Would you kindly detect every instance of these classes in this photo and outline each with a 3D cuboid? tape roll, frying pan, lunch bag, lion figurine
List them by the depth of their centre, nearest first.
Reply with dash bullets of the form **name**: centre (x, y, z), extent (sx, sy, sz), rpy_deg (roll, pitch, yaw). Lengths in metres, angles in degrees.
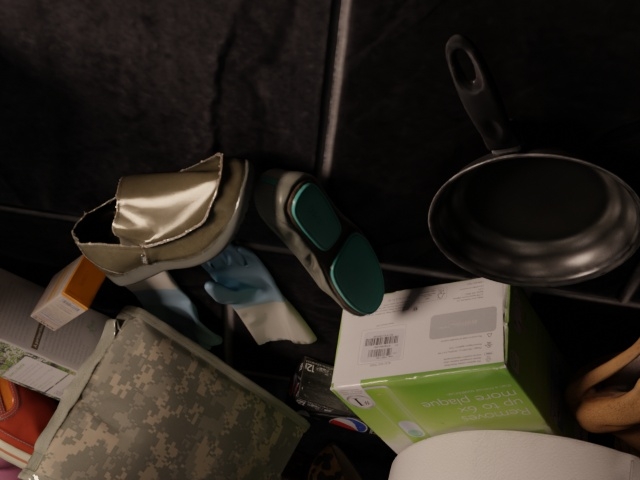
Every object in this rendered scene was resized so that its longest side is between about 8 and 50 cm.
- **frying pan**: centre (0.155, -0.055, 0.879), extent (0.326, 0.053, 0.197), rpy_deg (36, 137, -29)
- **lion figurine**: centre (0.384, 0.205, 1.126), extent (0.240, 0.142, 0.392), rpy_deg (-25, 126, 36)
- **tape roll**: centre (0.265, 0.343, 1.157), extent (0.392, 0.072, 0.392), rpy_deg (12, 147, 8)
- **lunch bag**: centre (-0.197, 0.242, 1.177), extent (0.287, 0.235, 0.169), rpy_deg (43, 155, -30)

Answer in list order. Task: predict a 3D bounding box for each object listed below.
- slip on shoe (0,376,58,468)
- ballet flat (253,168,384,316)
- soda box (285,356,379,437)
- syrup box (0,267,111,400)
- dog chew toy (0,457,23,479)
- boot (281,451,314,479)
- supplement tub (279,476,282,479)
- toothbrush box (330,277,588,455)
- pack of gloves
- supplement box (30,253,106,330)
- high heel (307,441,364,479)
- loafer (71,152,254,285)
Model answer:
- **slip on shoe**: centre (-0.394, 0.200, 1.243), extent (0.331, 0.101, 0.123), rpy_deg (37, -177, 0)
- **ballet flat**: centre (0.000, 0.000, 0.993), extent (0.068, 0.072, 0.213), rpy_deg (18, 155, 40)
- **soda box**: centre (0.043, 0.209, 1.263), extent (0.169, 0.060, 0.053), rpy_deg (19, 148, -13)
- **syrup box**: centre (-0.387, 0.099, 1.180), extent (0.237, 0.096, 0.093), rpy_deg (29, 138, -25)
- **dog chew toy**: centre (-0.485, 0.314, 1.426), extent (0.206, 0.206, 0.332), rpy_deg (19, 136, -13)
- **boot**: centre (-0.012, 0.376, 1.517), extent (0.158, 0.059, 0.084), rpy_deg (25, 146, -7)
- **supplement tub**: centre (-0.234, 0.400, 1.450), extent (0.316, 0.228, 0.228), rpy_deg (-23, 134, 37)
- **toothbrush box**: centre (0.171, 0.175, 1.135), extent (0.206, 0.122, 0.283), rpy_deg (-11, 141, 27)
- **pack of gloves**: centre (-0.138, 0.079, 1.138), extent (0.195, 0.046, 0.232), rpy_deg (-8, 141, 22)
- **supplement box**: centre (-0.286, 0.059, 1.120), extent (0.036, 0.062, 0.098), rpy_deg (37, 143, -21)
- **high heel**: centre (0.102, 0.395, 1.406), extent (0.261, 0.186, 0.093), rpy_deg (3, -179, 18)
- **loafer**: centre (-0.162, -0.021, 0.962), extent (0.087, 0.094, 0.251), rpy_deg (30, 140, -33)
